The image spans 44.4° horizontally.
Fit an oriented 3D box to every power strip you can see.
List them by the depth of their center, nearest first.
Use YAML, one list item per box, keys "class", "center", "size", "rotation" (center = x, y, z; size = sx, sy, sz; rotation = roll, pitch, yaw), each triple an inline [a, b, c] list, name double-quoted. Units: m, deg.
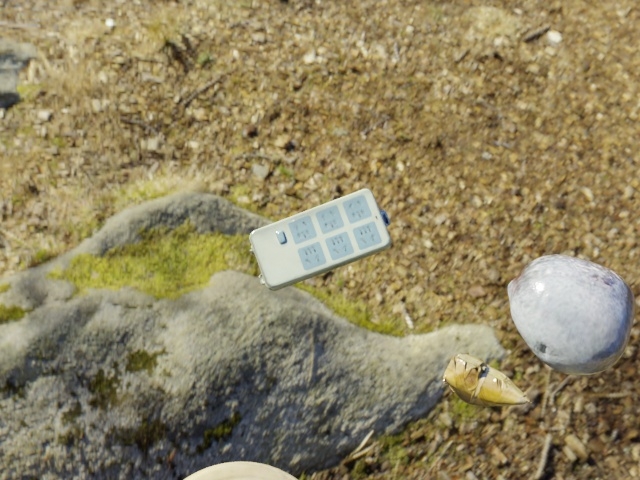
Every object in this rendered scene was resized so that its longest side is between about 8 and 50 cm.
- class: "power strip"
  center: [0.000, 0.000, 0.488]
  size: [0.090, 0.016, 0.040]
  rotation: [-21, 77, 3]

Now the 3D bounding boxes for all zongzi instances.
- class: "zongzi"
  center: [0.383, 0.336, 1.763]
  size: [0.198, 0.194, 0.099]
  rotation: [22, 79, 23]

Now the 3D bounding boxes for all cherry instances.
- class: "cherry"
  center: [0.541, 0.159, 1.670]
  size: [0.296, 0.218, 0.255]
  rotation: [31, 62, 2]

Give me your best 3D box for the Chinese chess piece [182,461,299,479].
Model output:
- class: "Chinese chess piece"
  center: [-0.100, 0.402, 0.958]
  size: [0.258, 0.104, 0.257]
  rotation: [4, 54, -5]
